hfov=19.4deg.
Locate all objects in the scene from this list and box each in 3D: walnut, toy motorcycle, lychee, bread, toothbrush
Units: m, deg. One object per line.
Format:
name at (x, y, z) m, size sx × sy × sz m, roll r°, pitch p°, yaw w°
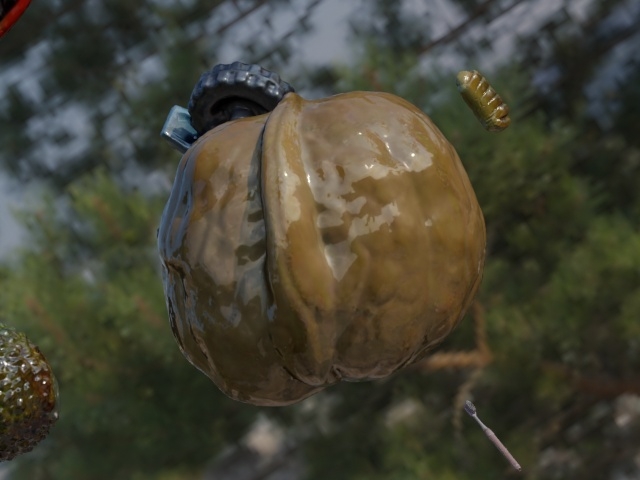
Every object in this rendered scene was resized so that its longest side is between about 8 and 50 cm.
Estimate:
walnut at (0.000, 0.000, 1.694) m, size 0.296 × 0.285 × 0.285 m, roll -11°, pitch 2°, yaw 8°
toy motorcycle at (-0.012, -0.031, 2.137) m, size 0.232 × 0.416 × 0.172 m, roll -31°, pitch 31°, yaw 40°
lychee at (-0.367, 0.169, 2.026) m, size 0.171 × 0.171 × 0.171 m, roll -33°, pitch -1°, yaw 0°
bread at (0.196, -0.169, 2.237) m, size 0.034 × 0.088 × 0.049 m, roll -32°, pitch 9°, yaw 31°
toothbrush at (0.149, 0.169, 1.623) m, size 0.006 × 0.008 × 0.097 m, roll -17°, pitch 38°, yaw -18°

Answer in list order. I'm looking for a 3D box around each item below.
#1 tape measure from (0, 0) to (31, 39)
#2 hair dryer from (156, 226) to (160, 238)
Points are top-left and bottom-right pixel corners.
tape measure at (-0.357, -0.227, 1.611) m, size 0.260 × 0.114 × 0.253 m, roll 4°, pitch 57°, yaw 37°
hair dryer at (-0.120, -0.053, 2.572) m, size 0.251 × 0.197 × 0.089 m, roll -36°, pitch -9°, yaw -26°
